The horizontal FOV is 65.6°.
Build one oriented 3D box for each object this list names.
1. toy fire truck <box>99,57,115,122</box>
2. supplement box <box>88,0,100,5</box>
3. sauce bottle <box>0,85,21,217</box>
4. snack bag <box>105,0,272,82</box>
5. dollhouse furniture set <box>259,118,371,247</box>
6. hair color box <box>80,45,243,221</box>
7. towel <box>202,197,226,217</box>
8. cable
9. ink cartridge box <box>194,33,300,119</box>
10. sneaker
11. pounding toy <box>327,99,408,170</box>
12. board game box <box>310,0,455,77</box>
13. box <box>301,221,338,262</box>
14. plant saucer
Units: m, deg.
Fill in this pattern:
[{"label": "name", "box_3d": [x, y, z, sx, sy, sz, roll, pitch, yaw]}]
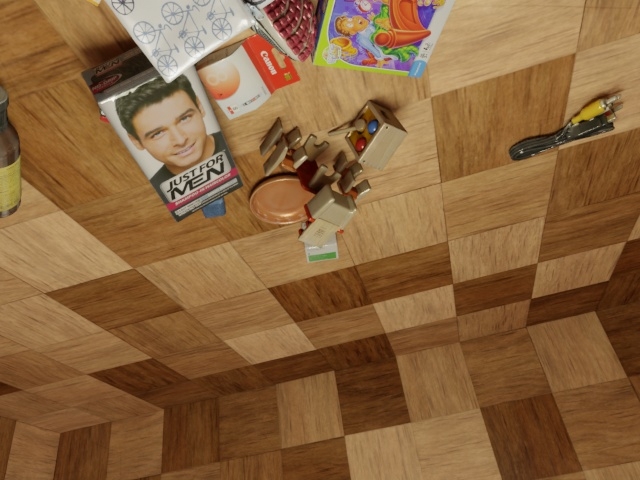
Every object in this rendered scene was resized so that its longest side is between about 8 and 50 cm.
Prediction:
[{"label": "toy fire truck", "box_3d": [-0.393, -0.283, 1.057, 0.135, 0.047, 0.192, 10, 140, -28]}, {"label": "supplement box", "box_3d": [-0.358, -0.446, 0.814, 0.036, 0.062, 0.098, 22, 136, -36]}, {"label": "sauce bottle", "box_3d": [-0.705, -0.186, 1.070, 0.111, 0.112, 0.344, 10, 141, -26]}, {"label": "snack bag", "box_3d": [-0.179, -0.452, 0.703, 0.342, 0.037, 0.323, -33, 125, 1]}, {"label": "dollhouse furniture set", "box_3d": [-0.015, -0.127, 1.190, 0.261, 0.259, 0.135, 21, 126, -34]}, {"label": "hair color box", "box_3d": [-0.312, -0.220, 1.054, 0.185, 0.114, 0.375, -31, 148, -11]}, {"label": "towel", "box_3d": [-0.296, -0.110, 1.351, 0.067, 0.029, 0.120, -6, 145, -5]}, {"label": "cable", "box_3d": [0.647, -0.290, 1.314, 0.287, 0.072, 0.139, -20, 164, 37]}, {"label": "ink cartridge box", "box_3d": [-0.147, -0.341, 1.037, 0.179, 0.045, 0.145, -16, 146, 14]}, {"label": "sneaker", "box_3d": [-0.122, -0.429, 0.860, 0.112, 0.121, 0.299, -4, 147, 47]}, {"label": "pounding toy", "box_3d": [0.107, -0.251, 1.169, 0.100, 0.141, 0.130, 15, 125, -31]}, {"label": "board game box", "box_3d": [0.129, -0.468, 0.883, 0.233, 0.078, 0.347, 1, 145, -14]}, {"label": "box", "box_3d": [0.000, 0.000, 1.517, 0.101, 0.102, 0.087, -8, 144, 0]}, {"label": "plant saucer", "box_3d": [-0.098, -0.117, 1.381, 0.199, 0.037, 0.200, -7, 147, -4]}]
